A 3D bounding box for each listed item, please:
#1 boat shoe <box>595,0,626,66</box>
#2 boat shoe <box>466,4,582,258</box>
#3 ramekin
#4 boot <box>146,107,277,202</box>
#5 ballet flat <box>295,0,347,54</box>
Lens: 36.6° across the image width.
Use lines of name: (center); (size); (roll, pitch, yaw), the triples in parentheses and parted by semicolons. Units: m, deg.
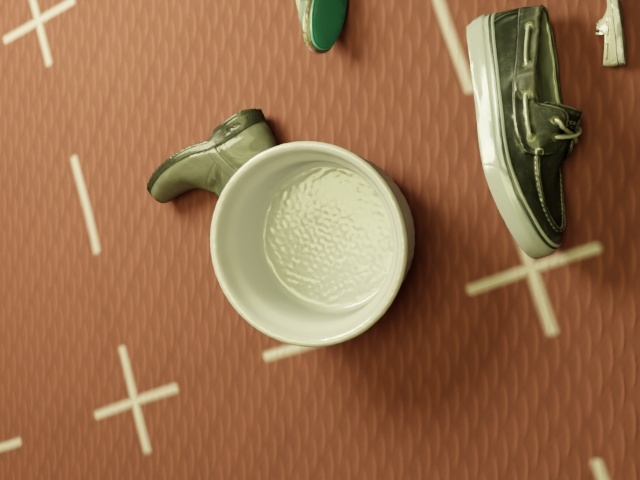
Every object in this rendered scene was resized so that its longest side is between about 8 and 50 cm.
boat shoe: (0.369, -0.272, 1.238); (0.035, 0.035, 0.100); (-5, 93, 25)
boat shoe: (0.272, -0.148, 1.236); (0.119, 0.121, 0.335); (-17, 79, 31)
ramekin: (0.000, 0.000, 1.348); (0.277, 0.135, 0.277); (2, 97, 18)
boot: (-0.150, -0.079, 1.490); (0.246, 0.083, 0.161); (-31, 81, 26)
ballet flat: (0.001, -0.380, 1.423); (0.079, 0.077, 0.221); (9, 88, 46)
